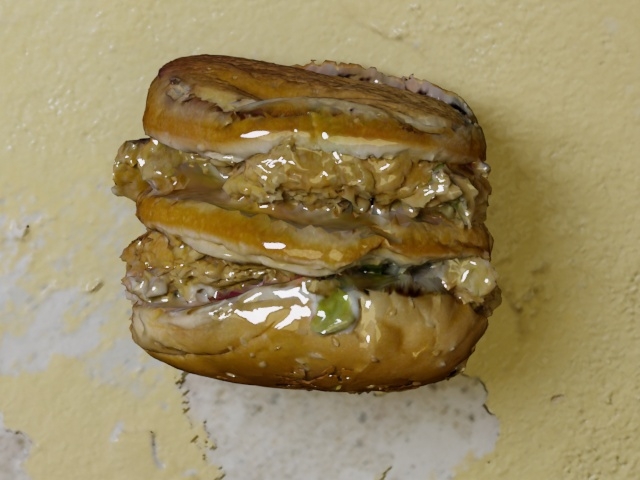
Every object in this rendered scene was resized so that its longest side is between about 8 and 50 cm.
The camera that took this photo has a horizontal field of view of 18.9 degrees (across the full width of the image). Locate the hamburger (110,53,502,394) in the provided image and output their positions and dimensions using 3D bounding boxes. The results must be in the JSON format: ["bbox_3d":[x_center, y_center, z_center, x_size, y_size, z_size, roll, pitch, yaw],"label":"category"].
[{"bbox_3d":[0.006,-0.007,1.224,0.260,0.245,0.211,1,99,-48],"label":"hamburger"}]
